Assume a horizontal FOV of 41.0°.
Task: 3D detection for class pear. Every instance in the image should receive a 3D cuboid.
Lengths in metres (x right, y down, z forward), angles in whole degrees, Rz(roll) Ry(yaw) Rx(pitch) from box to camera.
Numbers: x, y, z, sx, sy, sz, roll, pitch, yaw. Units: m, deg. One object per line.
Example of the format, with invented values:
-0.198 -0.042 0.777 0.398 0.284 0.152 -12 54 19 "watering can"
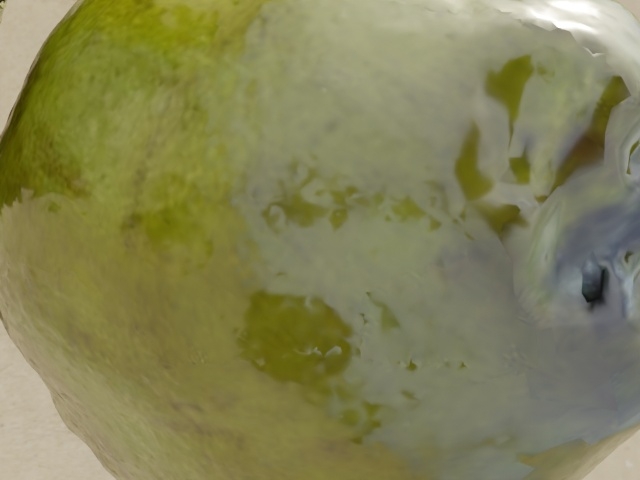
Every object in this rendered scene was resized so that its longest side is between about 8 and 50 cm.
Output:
0.000 0.000 0.489 0.352 0.413 0.352 16 69 -50 "pear"

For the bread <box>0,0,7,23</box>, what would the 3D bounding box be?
-0.313 -0.186 0.445 0.248 0.279 0.315 6 103 -63 "bread"
